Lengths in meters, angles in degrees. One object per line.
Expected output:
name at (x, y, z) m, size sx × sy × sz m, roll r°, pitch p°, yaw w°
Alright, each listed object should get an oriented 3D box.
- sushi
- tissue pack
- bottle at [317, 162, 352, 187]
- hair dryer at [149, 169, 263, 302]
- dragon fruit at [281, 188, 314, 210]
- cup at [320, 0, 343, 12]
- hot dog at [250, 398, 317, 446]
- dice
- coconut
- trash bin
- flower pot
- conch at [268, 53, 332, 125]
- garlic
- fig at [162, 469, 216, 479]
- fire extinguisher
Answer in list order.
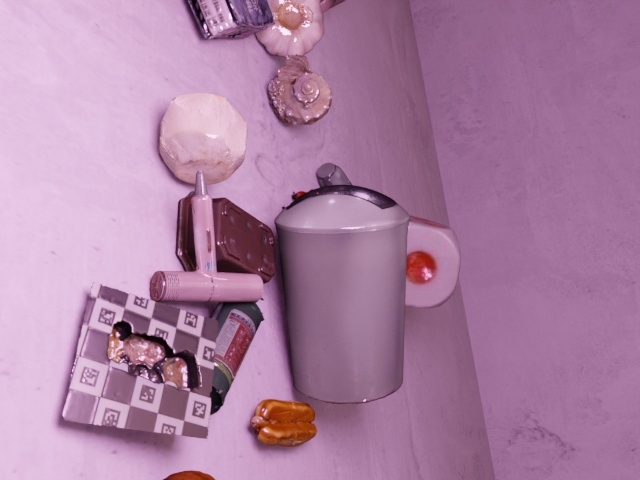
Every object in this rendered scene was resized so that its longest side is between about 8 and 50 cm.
sushi at (-0.259, 0.185, 0.852) m, size 0.215 × 0.051 × 0.192 m, roll 25°, pitch 52°, yaw -36°
tissue pack at (-0.241, -0.633, 1.296) m, size 0.361 × 0.122 × 0.259 m, roll 68°, pitch 22°, yaw -12°
bottle at (0.071, -0.127, 1.743) m, size 0.253 × 0.080 × 0.096 m, roll 51°, pitch 31°, yaw -45°
hair dryer at (-0.181, -0.003, 1.001) m, size 0.195 × 0.054 × 0.220 m, roll 7°, pitch 90°, yaw -40°
dragon fruit at (0.000, 0.000, 1.472) m, size 0.268 × 0.130 × 0.295 m, roll 60°, pitch 28°, yaw -42°
cup at (0.003, -0.799, 1.823) m, size 0.191 × 0.201 × 0.252 m, roll 47°, pitch 37°, yaw -48°
hot dog at (-0.075, 0.365, 1.171) m, size 0.236 × 0.062 × 0.092 m, roll 38°, pitch 44°, yaw -58°
dice at (0.242, 0.048, 1.706) m, size 0.251 × 0.259 × 0.242 m, roll -139°, pitch -122°, yaw -72°
coconut at (-0.214, -0.196, 1.069) m, size 0.161 × 0.161 × 0.162 m, roll 30°, pitch 49°, yaw -59°
trash bin at (0.051, 0.097, 1.247) m, size 0.280 × 0.281 × 0.431 m, roll -29°, pitch 118°, yaw -65°
flower pot at (-0.167, 0.007, 1.142) m, size 0.251 × 0.084 × 0.178 m, roll 35°, pitch 46°, yaw -55°
conch at (-0.056, -0.386, 1.534) m, size 0.245 × 0.163 × 0.178 m, roll -179°, pitch -88°, yaw -84°
garlic at (-0.090, -0.586, 1.591) m, size 0.226 × 0.199 × 0.199 m, roll -146°, pitch -143°, yaw -80°
fig at (-0.149, 0.404, 0.826) m, size 0.134 × 0.201 × 0.146 m, roll 36°, pitch 51°, yaw -69°
fire extinguisher at (-0.164, 0.168, 1.045) m, size 0.118 × 0.093 × 0.294 m, roll 61°, pitch 28°, yaw -24°
